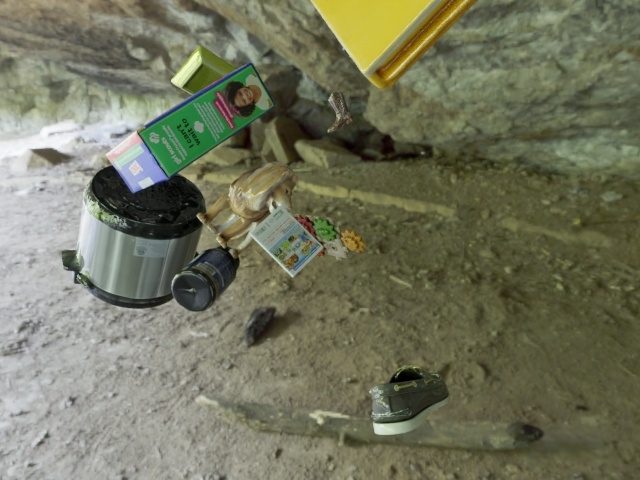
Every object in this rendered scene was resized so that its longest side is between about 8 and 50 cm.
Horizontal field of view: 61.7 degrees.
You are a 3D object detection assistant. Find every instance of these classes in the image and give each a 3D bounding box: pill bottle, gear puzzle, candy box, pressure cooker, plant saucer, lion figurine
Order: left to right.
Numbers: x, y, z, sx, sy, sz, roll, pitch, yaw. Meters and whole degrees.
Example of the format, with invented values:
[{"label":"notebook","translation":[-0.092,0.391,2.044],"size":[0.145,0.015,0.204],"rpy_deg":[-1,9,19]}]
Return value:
[{"label":"pressure cooker","translation":[-0.582,0.011,1.703],"size":[0.369,0.421,0.375],"rpy_deg":[26,32,5]},{"label":"candy box","translation":[-0.300,-0.251,1.222],"size":[0.317,0.122,0.268],"rpy_deg":[-44,22,-28]},{"label":"plant saucer","translation":[-0.397,-0.559,1.882],"size":[0.188,0.045,0.188],"rpy_deg":[25,-47,-37]},{"label":"pill bottle","translation":[-0.303,0.094,1.465],"size":[0.122,0.123,0.219],"rpy_deg":[3,21,14]},{"label":"lion figurine","translation":[-0.176,-0.081,1.384],"size":[0.240,0.142,0.392],"rpy_deg":[-40,2,-8]},{"label":"gear puzzle","translation":[0.000,0.000,1.669],"size":[0.338,0.176,0.044],"rpy_deg":[9,45,39]}]

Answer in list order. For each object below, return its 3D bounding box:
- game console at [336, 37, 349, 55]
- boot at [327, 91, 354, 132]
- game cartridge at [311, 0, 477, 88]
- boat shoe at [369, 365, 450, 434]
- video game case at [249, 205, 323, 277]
[{"label":"game console","translation":[0.129,-0.727,1.377],"size":[0.342,0.387,0.060],"rpy_deg":[-34,32,1]},{"label":"boot","translation":[0.047,-0.435,1.807],"size":[0.106,0.114,0.037],"rpy_deg":[-26,11,14]},{"label":"game cartridge","translation":[0.098,-0.374,0.617],"size":[0.052,0.285,0.324],"rpy_deg":[22,34,-45]},{"label":"boat shoe","translation":[0.139,0.225,0.809],"size":[0.081,0.069,0.227],"rpy_deg":[-15,-7,26]},{"label":"video game case","translation":[-0.067,0.001,1.059],"size":[0.087,0.122,0.011],"rpy_deg":[-44,-6,-18]}]
